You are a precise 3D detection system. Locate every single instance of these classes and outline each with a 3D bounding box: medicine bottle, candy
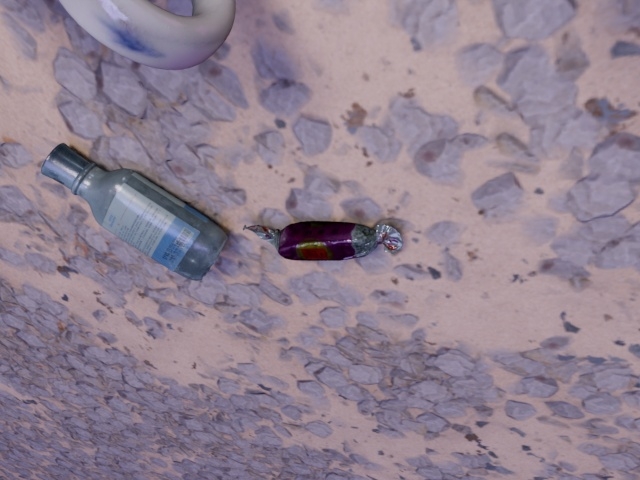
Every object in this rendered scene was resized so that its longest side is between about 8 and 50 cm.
[{"bbox_3d":[-0.208,-0.033,0.604,0.208,0.054,0.090,34,137,-11],"label":"medicine bottle"},{"bbox_3d":[0.000,0.000,0.563,0.174,0.043,0.045,0,142,21],"label":"candy"}]

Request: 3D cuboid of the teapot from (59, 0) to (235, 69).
[{"bbox_3d":[-0.216,-0.231,0.238,0.423,0.280,0.252,33,135,-30],"label":"teapot"}]
